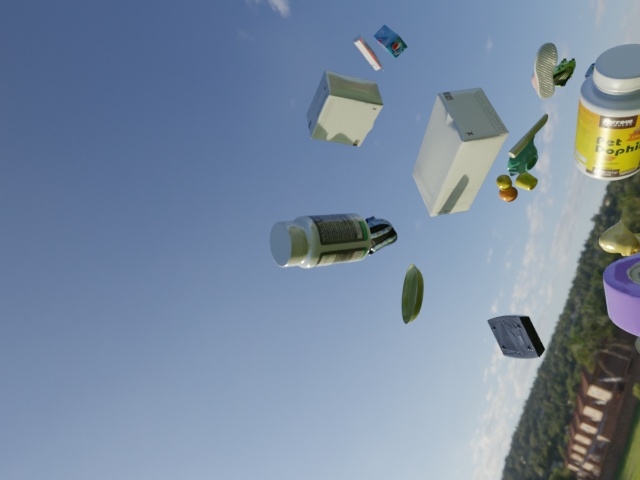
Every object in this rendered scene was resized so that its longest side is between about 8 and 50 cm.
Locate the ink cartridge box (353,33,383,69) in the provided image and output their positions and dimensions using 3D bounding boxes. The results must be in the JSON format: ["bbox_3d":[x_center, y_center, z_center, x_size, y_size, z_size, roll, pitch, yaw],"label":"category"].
[{"bbox_3d":[0.192,-0.745,1.807,0.145,0.045,0.179,45,-153,-23],"label":"ink cartridge box"}]

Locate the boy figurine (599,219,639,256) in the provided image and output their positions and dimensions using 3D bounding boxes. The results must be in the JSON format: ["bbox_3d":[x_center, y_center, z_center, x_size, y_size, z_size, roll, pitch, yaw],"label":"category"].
[{"bbox_3d":[0.885,0.028,1.202,0.177,0.285,0.092,-65,0,-55],"label":"boy figurine"}]

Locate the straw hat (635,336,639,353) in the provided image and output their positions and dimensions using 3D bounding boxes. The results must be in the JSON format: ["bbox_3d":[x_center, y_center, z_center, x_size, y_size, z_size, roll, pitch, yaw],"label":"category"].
[{"bbox_3d":[1.008,0.293,1.317,0.144,0.145,0.061,-39,-52,-41],"label":"straw hat"}]

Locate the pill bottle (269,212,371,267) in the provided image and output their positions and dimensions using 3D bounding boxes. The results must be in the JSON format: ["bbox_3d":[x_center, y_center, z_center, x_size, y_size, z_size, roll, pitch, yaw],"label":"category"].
[{"bbox_3d":[0.000,0.000,1.756,0.361,0.204,0.204,-5,-69,-33],"label":"pill bottle"}]

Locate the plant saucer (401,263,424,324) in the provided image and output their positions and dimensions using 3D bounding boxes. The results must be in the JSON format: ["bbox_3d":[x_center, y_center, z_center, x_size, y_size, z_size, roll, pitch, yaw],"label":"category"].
[{"bbox_3d":[0.367,0.214,1.781,0.241,0.037,0.240,-173,90,-89],"label":"plant saucer"}]

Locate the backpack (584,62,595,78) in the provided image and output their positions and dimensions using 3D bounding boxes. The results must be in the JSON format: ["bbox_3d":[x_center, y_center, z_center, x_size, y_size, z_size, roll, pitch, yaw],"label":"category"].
[{"bbox_3d":[0.981,-0.571,1.559,0.114,0.105,0.084,20,-75,-41],"label":"backpack"}]

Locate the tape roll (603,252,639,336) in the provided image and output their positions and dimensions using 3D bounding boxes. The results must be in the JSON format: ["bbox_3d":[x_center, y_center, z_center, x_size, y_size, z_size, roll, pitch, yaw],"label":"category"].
[{"bbox_3d":[0.720,0.100,0.882,0.275,0.275,0.090,-29,-72,-47],"label":"tape roll"}]

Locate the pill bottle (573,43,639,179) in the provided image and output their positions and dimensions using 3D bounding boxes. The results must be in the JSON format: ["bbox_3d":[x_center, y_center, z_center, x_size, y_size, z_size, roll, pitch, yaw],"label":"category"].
[{"bbox_3d":[0.495,-0.209,0.750,0.117,0.117,0.215,-58,-37,-21],"label":"pill bottle"}]

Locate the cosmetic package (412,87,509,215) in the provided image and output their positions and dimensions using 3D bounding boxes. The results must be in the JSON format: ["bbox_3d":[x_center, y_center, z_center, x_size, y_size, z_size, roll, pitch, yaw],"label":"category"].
[{"bbox_3d":[0.441,-0.279,1.483,0.156,0.217,0.385,-9,-29,-10],"label":"cosmetic package"}]

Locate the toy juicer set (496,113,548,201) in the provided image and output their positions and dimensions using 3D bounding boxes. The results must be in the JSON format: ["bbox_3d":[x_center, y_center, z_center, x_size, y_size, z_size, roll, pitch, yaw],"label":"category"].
[{"bbox_3d":[0.713,-0.286,1.646,0.209,0.089,0.329,-33,-42,-16],"label":"toy juicer set"}]

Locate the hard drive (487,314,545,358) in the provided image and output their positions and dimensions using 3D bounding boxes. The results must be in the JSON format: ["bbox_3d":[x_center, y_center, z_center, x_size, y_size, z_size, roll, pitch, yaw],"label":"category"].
[{"bbox_3d":[0.738,0.360,1.701,0.054,0.172,0.254,-21,-10,-10],"label":"hard drive"}]

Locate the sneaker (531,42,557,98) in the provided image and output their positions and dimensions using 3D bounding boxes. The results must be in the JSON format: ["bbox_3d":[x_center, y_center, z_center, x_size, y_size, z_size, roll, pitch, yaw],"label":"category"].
[{"bbox_3d":[0.542,-0.420,1.097,0.070,0.051,0.134,-82,-23,-50],"label":"sneaker"}]

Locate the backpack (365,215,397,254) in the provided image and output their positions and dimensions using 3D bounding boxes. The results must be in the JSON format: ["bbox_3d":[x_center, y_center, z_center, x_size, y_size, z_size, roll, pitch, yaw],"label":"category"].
[{"bbox_3d":[0.260,-0.038,2.063,0.158,0.173,0.116,48,-149,-32],"label":"backpack"}]

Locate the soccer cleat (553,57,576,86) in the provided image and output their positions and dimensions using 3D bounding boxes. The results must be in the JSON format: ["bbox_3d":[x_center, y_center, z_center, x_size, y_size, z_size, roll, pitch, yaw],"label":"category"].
[{"bbox_3d":[0.702,-0.485,1.331,0.179,0.060,0.072,-29,-55,-29],"label":"soccer cleat"}]

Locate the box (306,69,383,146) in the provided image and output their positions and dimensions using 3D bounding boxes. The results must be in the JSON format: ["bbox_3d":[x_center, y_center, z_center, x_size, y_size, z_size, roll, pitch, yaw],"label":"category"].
[{"bbox_3d":[0.071,-0.410,1.414,0.182,0.119,0.181,5,-36,-21],"label":"box"}]

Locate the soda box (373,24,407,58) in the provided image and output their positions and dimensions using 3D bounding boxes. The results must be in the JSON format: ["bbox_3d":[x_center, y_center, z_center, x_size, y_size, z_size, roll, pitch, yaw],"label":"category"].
[{"bbox_3d":[0.298,-0.856,1.934,0.071,0.210,0.067,-41,-56,18],"label":"soda box"}]
